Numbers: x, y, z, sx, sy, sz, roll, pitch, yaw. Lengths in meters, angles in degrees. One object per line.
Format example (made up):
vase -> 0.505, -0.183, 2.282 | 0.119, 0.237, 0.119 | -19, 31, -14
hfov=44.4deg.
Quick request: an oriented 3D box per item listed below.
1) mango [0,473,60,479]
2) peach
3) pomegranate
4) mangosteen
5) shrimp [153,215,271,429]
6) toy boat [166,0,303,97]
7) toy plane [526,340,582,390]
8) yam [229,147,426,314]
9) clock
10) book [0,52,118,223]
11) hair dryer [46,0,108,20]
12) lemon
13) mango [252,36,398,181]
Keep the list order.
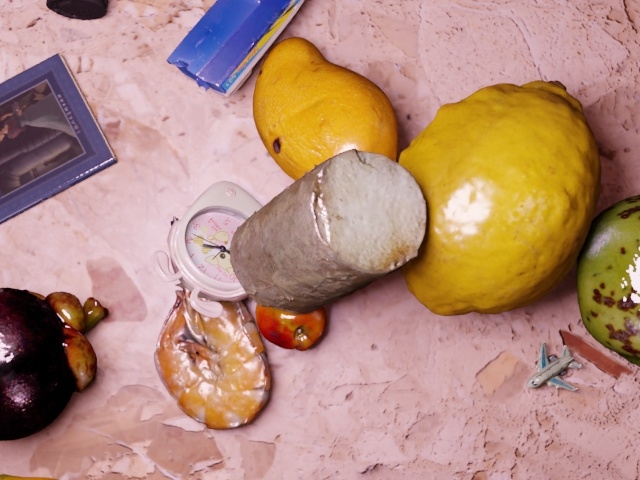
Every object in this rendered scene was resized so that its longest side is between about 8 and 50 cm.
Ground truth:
mango -> -0.399, 0.389, 1.094 | 0.165, 0.089, 0.115 | 2, 83, 5
peach -> -0.043, 0.104, 1.113 | 0.101, 0.101, 0.100 | 0, 84, 2
pomegranate -> 0.463, 0.056, 1.020 | 0.254, 0.271, 0.254 | -7, 103, -30
mangosteen -> -0.401, 0.153, 1.077 | 0.250, 0.211, 0.211 | -28, 83, -33
shrimp -> -0.178, 0.123, 1.132 | 0.164, 0.062, 0.316 | -22, 83, 7
toy boat -> -0.088, -0.340, 1.156 | 0.129, 0.088, 0.295 | 32, 81, 42
toy plane -> 0.330, 0.186, 1.124 | 0.083, 0.033, 0.080 | -34, 85, 5
yam -> 0.000, 0.000, 0.982 | 0.161, 0.268, 0.161 | 11, 67, -27
clock -> -0.140, 0.016, 1.092 | 0.151, 0.062, 0.191 | 43, 52, -1
book -> -0.467, -0.139, 1.181 | 0.269, 0.025, 0.190 | -28, 84, -2
hair dryer -> -0.269, -0.421, 1.187 | 0.252, 0.089, 0.197 | 9, 82, -7
lemon -> 0.230, -0.055, 1.032 | 0.285, 0.285, 0.316 | 44, 112, 5
mango -> 0.003, -0.170, 1.105 | 0.177, 0.120, 0.295 | -39, 49, 5
